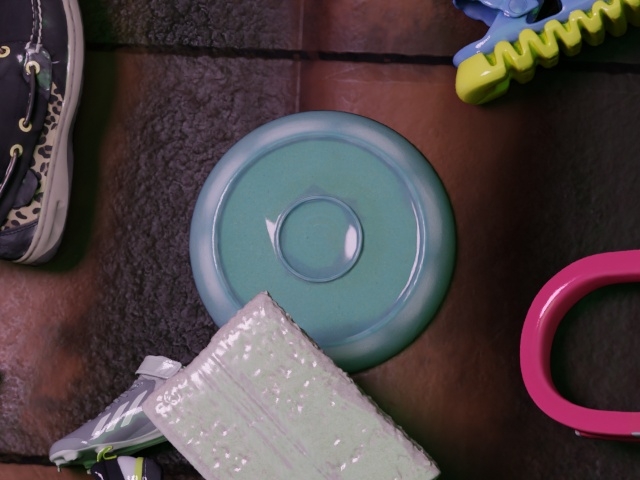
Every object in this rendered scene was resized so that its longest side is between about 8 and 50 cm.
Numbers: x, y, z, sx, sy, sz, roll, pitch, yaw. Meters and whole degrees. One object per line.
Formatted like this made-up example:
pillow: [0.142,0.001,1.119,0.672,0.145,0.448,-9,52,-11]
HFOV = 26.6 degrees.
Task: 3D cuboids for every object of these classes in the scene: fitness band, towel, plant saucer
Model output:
fitness band: [0.353,0.112,1.461,0.290,0.054,0.209,-4,68,37]
towel: [-0.028,0.210,1.409,0.187,0.049,0.282,-44,80,-3]
plant saucer: [0.000,0.000,1.578,0.317,0.044,0.318,0,84,4]

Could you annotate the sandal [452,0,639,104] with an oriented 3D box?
sandal: [0.280,-0.283,1.551,0.317,0.126,0.138,-24,78,0]

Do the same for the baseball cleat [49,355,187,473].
baseball cleat: [-0.219,0.197,1.569,0.205,0.072,0.109,-15,67,1]

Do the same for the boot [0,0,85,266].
boot: [-0.420,-0.165,1.512,0.138,0.284,0.378,3,89,49]

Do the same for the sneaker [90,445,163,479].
sneaker: [-0.235,0.349,1.507,0.097,0.084,0.235,8,79,-4]
